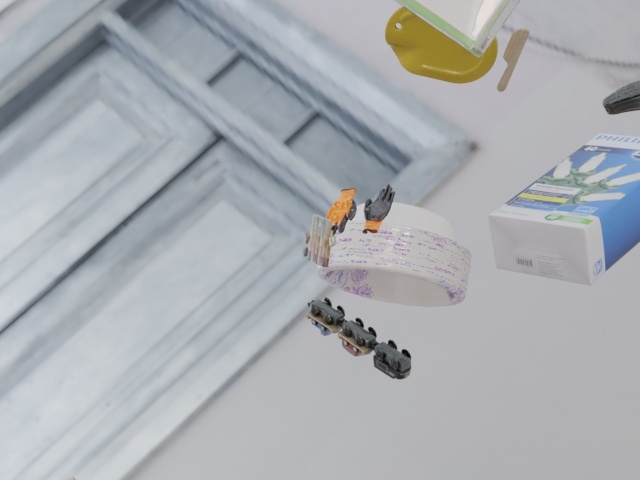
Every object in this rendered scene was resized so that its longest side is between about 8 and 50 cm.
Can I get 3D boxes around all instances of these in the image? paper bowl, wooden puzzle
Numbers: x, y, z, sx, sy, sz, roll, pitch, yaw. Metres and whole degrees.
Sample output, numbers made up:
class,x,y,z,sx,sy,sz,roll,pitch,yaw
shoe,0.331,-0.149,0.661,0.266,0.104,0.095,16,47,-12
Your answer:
class,x,y,z,sx,sy,sz,roll,pitch,yaw
paper bowl,0.143,0.022,2.406,0.284,0.148,0.284,12,-14,3
wooden puzzle,0.000,0.000,1.356,0.006,0.049,0.083,5,8,-22

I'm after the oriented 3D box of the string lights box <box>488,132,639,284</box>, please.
class,x,y,z,sx,sy,sz,roll,pitch,yaw
string lights box,0.334,-0.043,1.555,0.133,0.260,0.076,10,-58,41

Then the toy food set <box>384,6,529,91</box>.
class,x,y,z,sx,sy,sz,roll,pitch,yaw
toy food set,0.213,-0.318,2.010,0.218,0.071,0.128,15,-53,7

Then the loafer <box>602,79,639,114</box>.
class,x,y,z,sx,sy,sz,roll,pitch,yaw
loafer,0.509,-0.210,1.915,0.062,0.170,0.061,-82,157,-61

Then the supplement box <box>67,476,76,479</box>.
class,x,y,z,sx,sy,sz,roll,pitch,yaw
supplement box,-0.270,0.314,1.438,0.083,0.043,0.055,54,-10,-5

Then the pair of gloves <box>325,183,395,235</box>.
class,x,y,z,sx,sy,sz,roll,pitch,yaw
pair of gloves,0.045,-0.036,1.475,0.083,0.074,0.010,-3,-45,32

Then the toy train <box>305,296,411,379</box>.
class,x,y,z,sx,sy,sz,roll,pitch,yaw
toy train,0.039,0.103,1.340,0.158,0.027,0.036,32,-43,43

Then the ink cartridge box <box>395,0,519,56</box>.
class,x,y,z,sx,sy,sz,roll,pitch,yaw
ink cartridge box,0.154,-0.326,1.265,0.171,0.235,0.056,38,10,17
